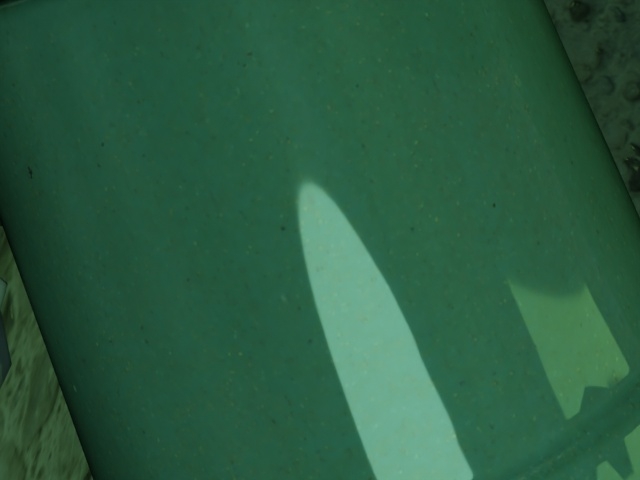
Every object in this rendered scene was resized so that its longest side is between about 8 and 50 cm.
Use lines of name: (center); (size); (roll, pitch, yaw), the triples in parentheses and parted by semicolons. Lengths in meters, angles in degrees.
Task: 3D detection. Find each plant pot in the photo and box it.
plant pot: (0.000, 0.000, 0.727); (0.341, 0.341, 0.334); (-62, 132, -65)

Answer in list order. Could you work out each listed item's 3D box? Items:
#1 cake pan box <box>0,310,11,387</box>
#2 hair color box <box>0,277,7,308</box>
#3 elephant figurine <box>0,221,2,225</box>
cake pan box: (-0.232, 0.070, 0.720); (0.266, 0.070, 0.245); (93, 10, -49)
hair color box: (-0.183, 0.073, 0.666); (0.072, 0.043, 0.141); (77, 25, -74)
elephant figurine: (-0.159, -0.048, 0.868); (0.169, 0.186, 0.239); (-34, 179, 24)
